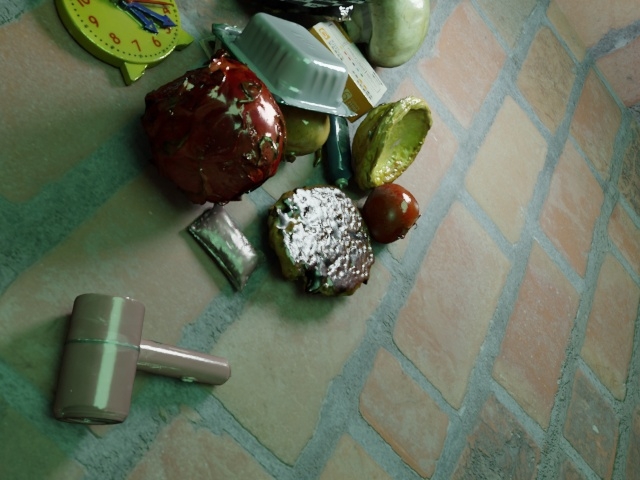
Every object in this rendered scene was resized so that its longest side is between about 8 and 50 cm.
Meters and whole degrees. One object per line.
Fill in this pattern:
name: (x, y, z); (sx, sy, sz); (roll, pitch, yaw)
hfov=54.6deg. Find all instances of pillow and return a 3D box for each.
pillow: (-0.199, 0.010, 1.373); (0.185, 0.043, 0.118); (52, 50, -12)

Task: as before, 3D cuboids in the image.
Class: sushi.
sushi: (-0.053, -0.634, 1.669); (0.292, 0.293, 0.059); (-25, 133, -44)

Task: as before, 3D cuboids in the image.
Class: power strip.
power strip: (-0.221, -0.446, 1.527); (0.081, 0.035, 0.192); (20, 61, -34)

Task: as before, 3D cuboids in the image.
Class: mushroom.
mushroom: (0.180, -0.687, 1.830); (0.260, 0.352, 0.353); (-16, 81, 0)

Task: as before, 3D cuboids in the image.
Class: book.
book: (-0.210, -0.474, 1.581); (0.181, 0.014, 0.127); (-34, 95, -43)

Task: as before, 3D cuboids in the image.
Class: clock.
clock: (-0.432, -0.514, 1.369); (0.293, 0.071, 0.277); (44, 50, -17)

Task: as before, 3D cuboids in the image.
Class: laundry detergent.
laundry detergent: (0.050, -0.232, 1.662); (0.096, 0.061, 0.207); (38, 44, -64)

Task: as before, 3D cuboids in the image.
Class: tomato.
tomato: (0.187, -0.075, 1.663); (0.167, 0.167, 0.168); (17, 63, -35)

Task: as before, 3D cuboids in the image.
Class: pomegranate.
pomegranate: (-0.067, -0.284, 1.525); (0.196, 0.196, 0.196); (17, 63, -35)

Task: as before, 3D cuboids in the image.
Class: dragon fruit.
dragon fruit: (-0.217, -0.228, 1.285); (0.295, 0.295, 0.302); (-31, 95, -43)

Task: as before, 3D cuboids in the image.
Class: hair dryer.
hair dryer: (-0.303, 0.242, 1.152); (0.352, 0.125, 0.211); (23, 60, -40)

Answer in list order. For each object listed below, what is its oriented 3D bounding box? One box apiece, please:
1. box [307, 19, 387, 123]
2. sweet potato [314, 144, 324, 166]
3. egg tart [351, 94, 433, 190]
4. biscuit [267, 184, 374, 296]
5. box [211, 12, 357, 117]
box: (0.058, -0.479, 1.723); (0.274, 0.091, 0.221); (50, 29, -13)
sweet potato: (-0.002, -0.246, 1.659); (0.026, 0.026, 0.115); (19, 61, -34)
egg tart: (0.174, -0.270, 1.668); (0.123, 0.294, 0.294); (39, 41, 25)
biscuit: (0.001, 0.004, 1.524); (0.333, 0.081, 0.290); (-3, 74, -45)
box: (-0.066, -0.430, 1.460); (0.264, 0.106, 0.337); (-1, 41, -44)
